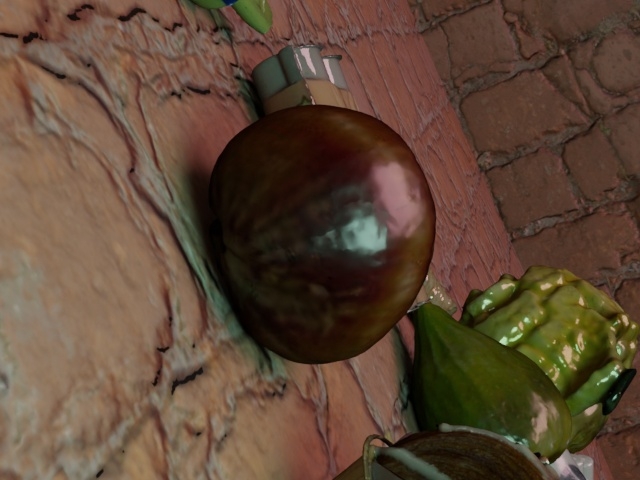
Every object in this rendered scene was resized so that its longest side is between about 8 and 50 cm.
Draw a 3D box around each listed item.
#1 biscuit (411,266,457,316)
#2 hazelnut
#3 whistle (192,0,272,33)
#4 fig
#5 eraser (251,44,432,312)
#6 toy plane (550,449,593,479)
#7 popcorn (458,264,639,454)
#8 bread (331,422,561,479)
[{"bbox_3d":[0.113,0.035,1.166,0.219,0.061,0.055,57,2,-35],"label":"biscuit"},{"bbox_3d":[0.000,0.000,0.708,0.178,0.178,0.203,-73,169,-64],"label":"hazelnut"},{"bbox_3d":[-0.103,-0.276,0.861,0.227,0.085,0.105,45,37,-52],"label":"whistle"},{"bbox_3d":[0.178,0.191,1.055,0.233,0.167,0.167,33,-11,43],"label":"fig"},{"bbox_3d":[0.025,-0.054,0.964,0.290,0.087,0.171,69,16,4],"label":"eraser"},{"bbox_3d":[0.284,0.364,1.116,0.252,0.118,0.252,-4,96,-45],"label":"toy plane"},{"bbox_3d":[0.291,0.172,1.233,0.237,0.292,0.293,30,5,21],"label":"popcorn"},{"bbox_3d":[0.087,0.230,0.590,0.142,0.212,0.224,47,25,-39],"label":"bread"}]
